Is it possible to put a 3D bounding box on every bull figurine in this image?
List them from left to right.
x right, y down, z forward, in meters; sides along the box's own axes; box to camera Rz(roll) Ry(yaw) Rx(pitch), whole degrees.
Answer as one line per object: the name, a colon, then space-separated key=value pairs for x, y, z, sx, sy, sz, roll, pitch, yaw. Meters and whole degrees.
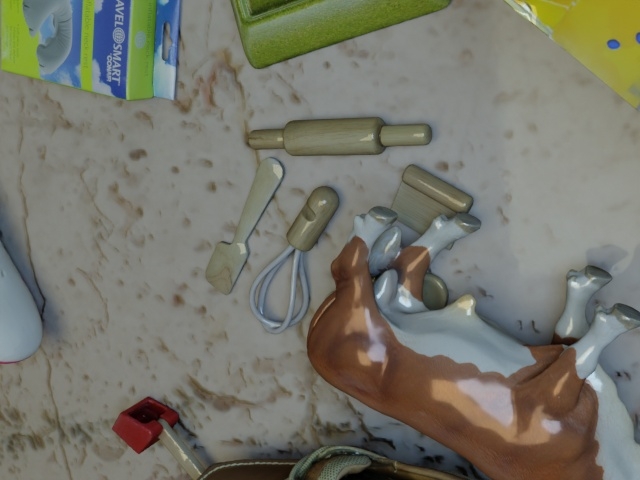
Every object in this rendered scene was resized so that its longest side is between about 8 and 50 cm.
bull figurine: x=0.131 y=0.097 z=0.639 sx=0.310 sy=0.101 sz=0.188 roll=22 pitch=113 yaw=17

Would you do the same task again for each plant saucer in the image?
plant saucer: x=-0.012 y=-0.244 z=0.664 sx=0.188 sy=0.045 sz=0.188 roll=-11 pitch=98 yaw=30

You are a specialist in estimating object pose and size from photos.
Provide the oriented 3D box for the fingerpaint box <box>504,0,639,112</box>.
fingerpaint box: x=0.202 y=-0.268 z=0.380 sx=0.445 sy=0.163 sz=0.371 roll=44 pitch=125 yaw=14

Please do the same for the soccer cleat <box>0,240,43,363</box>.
soccer cleat: x=-0.396 y=-0.019 z=0.890 sx=0.331 sy=0.116 sz=0.143 roll=44 pitch=119 yaw=12

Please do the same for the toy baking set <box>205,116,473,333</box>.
toy baking set: x=0.001 y=-0.007 z=0.729 sx=0.256 sy=0.030 sz=0.196 roll=6 pitch=106 yaw=27

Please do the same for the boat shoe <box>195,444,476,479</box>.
boat shoe: x=0.023 y=0.216 z=0.700 sx=0.324 sy=0.122 sz=0.120 roll=1 pitch=125 yaw=33

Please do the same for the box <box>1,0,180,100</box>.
box: x=-0.212 y=-0.192 z=0.788 sx=0.178 sy=0.042 sz=0.109 roll=16 pitch=111 yaw=25

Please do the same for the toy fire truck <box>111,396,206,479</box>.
toy fire truck: x=-0.137 y=0.263 z=0.866 sx=0.192 sy=0.047 sz=0.135 roll=36 pitch=116 yaw=15
